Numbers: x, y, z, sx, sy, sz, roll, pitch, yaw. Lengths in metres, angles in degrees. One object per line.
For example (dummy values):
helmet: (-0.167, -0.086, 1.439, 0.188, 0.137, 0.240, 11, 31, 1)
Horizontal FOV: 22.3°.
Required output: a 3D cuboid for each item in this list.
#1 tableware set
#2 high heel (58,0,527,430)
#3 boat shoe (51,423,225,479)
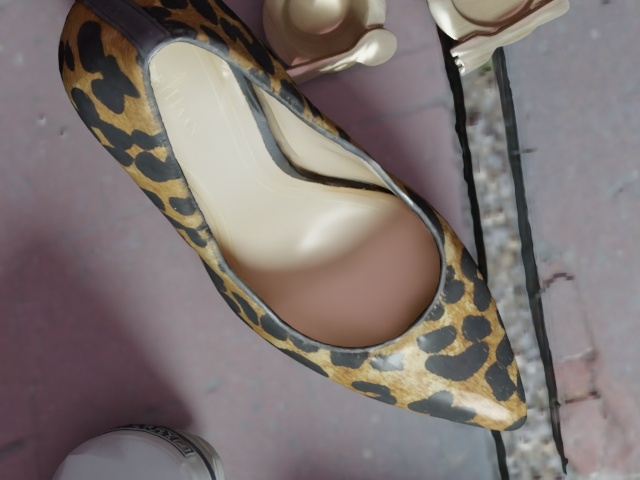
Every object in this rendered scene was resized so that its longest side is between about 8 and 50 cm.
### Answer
tableware set: (0.034, -0.143, 0.690, 0.141, 0.020, 0.169, -15, 118, -8)
high heel: (0.000, 0.000, 0.638, 0.261, 0.186, 0.093, 43, 88, -7)
boat shoe: (-0.091, 0.210, 0.692, 0.096, 0.088, 0.268, 6, 87, 16)
